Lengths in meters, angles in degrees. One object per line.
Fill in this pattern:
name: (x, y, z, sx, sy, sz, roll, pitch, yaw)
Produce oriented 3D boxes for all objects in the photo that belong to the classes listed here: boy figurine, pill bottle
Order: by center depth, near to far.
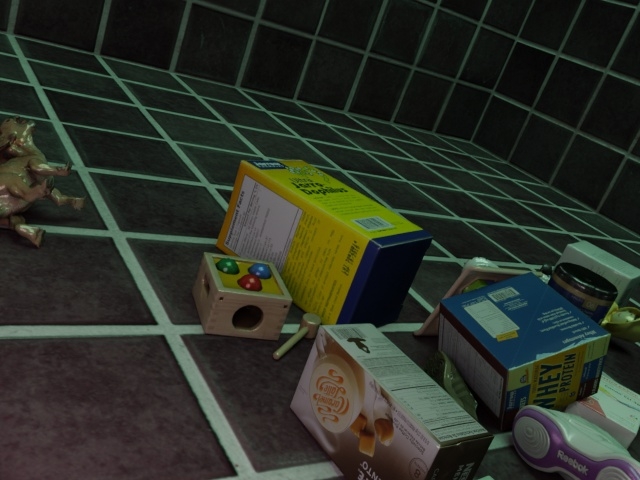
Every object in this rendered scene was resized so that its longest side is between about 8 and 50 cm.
pill bottle: (0.475, 0.163, 1.263, 0.123, 0.219, 0.122, 18, 20, -7)
boy figurine: (0.654, 0.165, 1.589, 0.177, 0.092, 0.285, -28, 44, -33)

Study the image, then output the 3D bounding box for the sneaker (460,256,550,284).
sneaker: (0.459, 0.127, 1.528, 0.253, 0.102, 0.111, 14, 25, 0)

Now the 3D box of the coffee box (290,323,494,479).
coffee box: (0.079, 0.231, 0.827, 0.098, 0.141, 0.246, 4, 25, -38)

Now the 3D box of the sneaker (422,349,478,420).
sneaker: (0.212, 0.254, 1.040, 0.071, 0.066, 0.188, 35, 21, -14)

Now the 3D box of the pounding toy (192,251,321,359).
pounding toy: (-0.087, 0.105, 1.060, 0.206, 0.094, 0.181, 10, 23, -25)

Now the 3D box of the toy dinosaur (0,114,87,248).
toy dinosaur: (-0.539, -0.092, 1.107, 0.201, 0.127, 0.295, 14, 33, 2)

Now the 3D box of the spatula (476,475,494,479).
spatula: (0.201, 0.370, 0.781, 0.242, 0.019, 0.168, 1, 29, -43)

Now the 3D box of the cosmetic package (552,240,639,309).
cosmetic package: (0.732, 0.110, 1.731, 0.184, 0.151, 0.152, 36, 25, 31)

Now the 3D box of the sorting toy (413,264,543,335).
sorting toy: (0.305, 0.127, 1.234, 0.193, 0.208, 0.038, 6, 43, -34)

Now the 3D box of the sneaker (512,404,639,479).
sneaker: (0.422, 0.332, 0.921, 0.152, 0.114, 0.305, 11, 16, -30)

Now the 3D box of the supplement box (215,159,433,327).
supplement box: (0.000, 0.000, 1.260, 0.357, 0.194, 0.195, 33, 25, 30)

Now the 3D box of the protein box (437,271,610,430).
protein box: (0.341, 0.182, 1.114, 0.200, 0.135, 0.201, -15, 34, -17)

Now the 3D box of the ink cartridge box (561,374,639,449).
ink cartridge box: (0.515, 0.303, 1.168, 0.115, 0.067, 0.198, 30, 23, 25)
